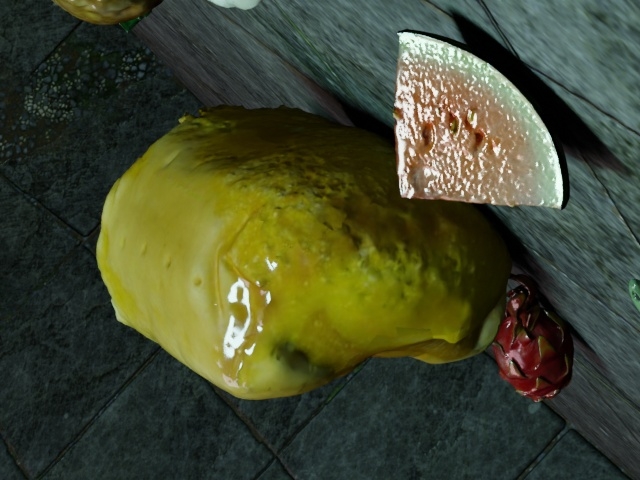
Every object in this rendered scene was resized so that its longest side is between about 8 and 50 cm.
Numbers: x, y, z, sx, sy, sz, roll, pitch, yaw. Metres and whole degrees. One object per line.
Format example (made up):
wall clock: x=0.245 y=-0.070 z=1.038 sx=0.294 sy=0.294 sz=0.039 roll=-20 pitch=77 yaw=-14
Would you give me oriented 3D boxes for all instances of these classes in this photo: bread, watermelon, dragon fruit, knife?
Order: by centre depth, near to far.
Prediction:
watermelon: x=0.076 y=-0.064 z=0.821 sx=0.135 sy=0.094 sz=0.125 roll=49 pitch=-176 yaw=-20
knife: x=0.265 y=0.072 z=1.085 sx=0.030 sy=0.014 sz=0.207 roll=43 pitch=180 yaw=34
bread: x=0.000 y=0.000 z=1.440 sx=0.394 sy=0.361 sz=0.250 roll=23 pitch=117 yaw=59
dragon fruit: x=0.232 y=0.096 z=1.571 sx=0.094 sy=0.094 sz=0.190 roll=42 pitch=156 yaw=47

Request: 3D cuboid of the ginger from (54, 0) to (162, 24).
ginger: x=-0.200 y=-0.276 z=1.206 sx=0.321 sy=0.172 sz=0.165 roll=33 pitch=134 yaw=48

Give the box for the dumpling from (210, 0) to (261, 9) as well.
dumpling: x=-0.078 y=-0.187 z=0.694 sx=0.162 sy=0.132 sz=0.250 roll=49 pitch=176 yaw=-32

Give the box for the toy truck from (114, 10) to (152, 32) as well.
toy truck: x=-0.257 y=-0.333 z=1.430 sx=0.259 sy=0.121 sz=0.088 roll=44 pitch=177 yaw=-23
